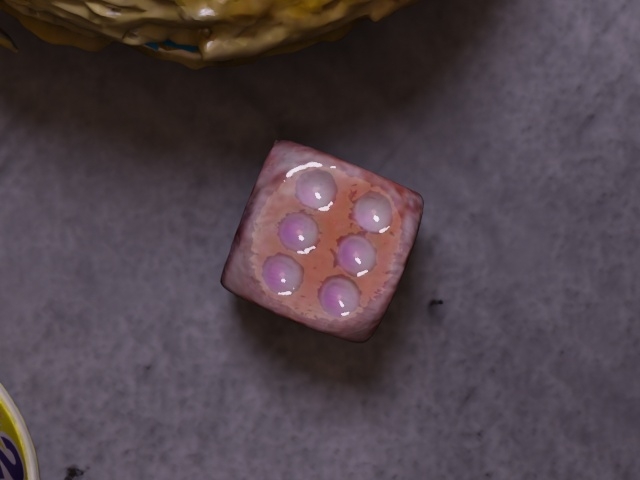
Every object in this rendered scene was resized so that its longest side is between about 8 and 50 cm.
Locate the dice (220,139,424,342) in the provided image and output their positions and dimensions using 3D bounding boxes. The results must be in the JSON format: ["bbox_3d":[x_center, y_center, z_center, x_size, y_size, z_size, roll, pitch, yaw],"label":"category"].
[{"bbox_3d":[0.000,0.000,0.798,0.094,0.091,0.093,21,91,-5],"label":"dice"}]

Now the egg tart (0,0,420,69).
[{"bbox_3d":[-0.075,-0.269,0.743,0.387,0.169,0.388,0,89,-11],"label":"egg tart"}]

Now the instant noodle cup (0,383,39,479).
[{"bbox_3d":[-0.265,0.152,0.749,0.213,0.174,0.213,0,93,-4],"label":"instant noodle cup"}]
